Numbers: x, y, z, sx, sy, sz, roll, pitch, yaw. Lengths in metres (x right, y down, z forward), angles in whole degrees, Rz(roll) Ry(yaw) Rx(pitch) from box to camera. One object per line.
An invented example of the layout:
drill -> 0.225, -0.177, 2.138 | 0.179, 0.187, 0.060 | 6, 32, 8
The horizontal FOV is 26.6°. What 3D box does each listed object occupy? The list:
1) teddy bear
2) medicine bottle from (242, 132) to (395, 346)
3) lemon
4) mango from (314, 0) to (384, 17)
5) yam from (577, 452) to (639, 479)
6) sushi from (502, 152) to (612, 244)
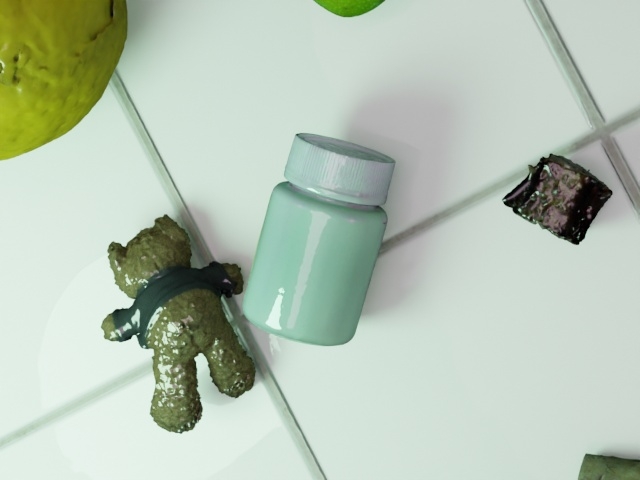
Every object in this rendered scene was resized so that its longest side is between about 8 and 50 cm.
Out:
teddy bear -> -0.166, 0.094, 1.632 | 0.182, 0.129, 0.251 | -25, 84, -18
medicine bottle -> 0.000, 0.000, 1.565 | 0.139, 0.139, 0.225 | 18, 102, 13
lemon -> -0.406, -0.254, 1.556 | 0.387, 0.350, 0.350 | -36, 85, 47
mango -> -0.018, -0.430, 1.490 | 0.225, 0.201, 0.382 | -23, 101, -4
yam -> 0.376, 0.281, 1.530 | 0.169, 0.068, 0.068 | 3, 98, 20
sushi -> 0.266, -0.050, 1.505 | 0.098, 0.094, 0.084 | 33, 103, 10
